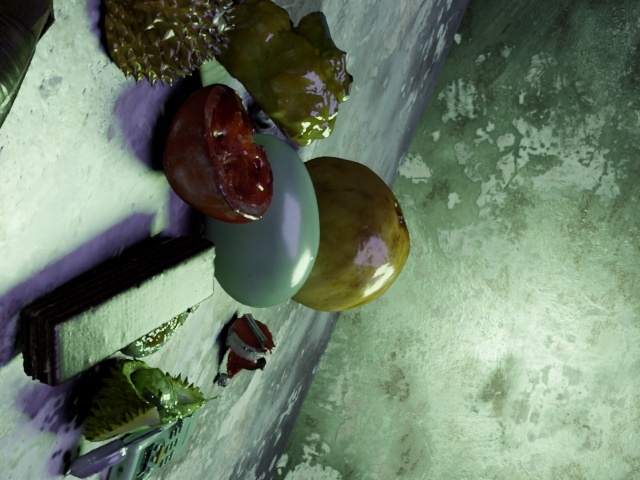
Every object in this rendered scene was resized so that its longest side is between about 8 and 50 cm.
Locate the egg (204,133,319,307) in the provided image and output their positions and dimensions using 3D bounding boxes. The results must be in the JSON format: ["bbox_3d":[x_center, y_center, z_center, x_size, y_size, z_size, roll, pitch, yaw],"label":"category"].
[{"bbox_3d":[-0.114,-0.034,1.486,0.230,0.229,0.371,-49,150,-52],"label":"egg"}]

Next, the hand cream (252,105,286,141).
[{"bbox_3d":[-0.097,-0.249,1.595,0.257,0.050,0.084,-17,131,-81],"label":"hand cream"}]

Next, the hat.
[{"bbox_3d":[-0.203,0.305,1.951,0.129,0.140,0.227,-24,149,-56],"label":"hat"}]

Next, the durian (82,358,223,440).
[{"bbox_3d":[-0.319,0.311,1.379,0.355,0.169,0.158,39,72,-79],"label":"durian"}]

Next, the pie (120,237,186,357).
[{"bbox_3d":[-0.298,0.106,1.381,0.240,0.054,0.241,21,90,-75],"label":"pie"}]

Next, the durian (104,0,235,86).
[{"bbox_3d":[-0.188,-0.295,1.007,0.250,0.137,0.183,79,28,-77],"label":"durian"}]

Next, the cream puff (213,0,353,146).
[{"bbox_3d":[-0.048,-0.294,1.250,0.185,0.282,0.282,-45,168,6],"label":"cream puff"}]

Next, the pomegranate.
[{"bbox_3d":[0.000,0.000,1.787,0.410,0.409,0.410,-60,165,-28],"label":"pomegranate"}]

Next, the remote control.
[{"bbox_3d":[-0.366,0.460,1.682,0.140,0.056,0.296,-68,166,11],"label":"remote control"}]

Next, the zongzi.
[{"bbox_3d":[-0.331,-0.173,0.774,0.187,0.084,0.184,-65,-179,-29],"label":"zongzi"}]

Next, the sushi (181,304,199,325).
[{"bbox_3d":[-0.264,0.115,1.579,0.120,0.026,0.126,-61,165,-21],"label":"sushi"}]

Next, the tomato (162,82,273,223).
[{"bbox_3d":[-0.184,-0.132,1.257,0.233,0.139,0.200,71,23,-12],"label":"tomato"}]

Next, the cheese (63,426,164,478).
[{"bbox_3d":[-0.377,0.387,1.380,0.190,0.042,0.105,-22,173,-19],"label":"cheese"}]

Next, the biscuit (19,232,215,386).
[{"bbox_3d":[-0.299,0.095,1.192,0.388,0.073,0.107,-32,134,-56],"label":"biscuit"}]
